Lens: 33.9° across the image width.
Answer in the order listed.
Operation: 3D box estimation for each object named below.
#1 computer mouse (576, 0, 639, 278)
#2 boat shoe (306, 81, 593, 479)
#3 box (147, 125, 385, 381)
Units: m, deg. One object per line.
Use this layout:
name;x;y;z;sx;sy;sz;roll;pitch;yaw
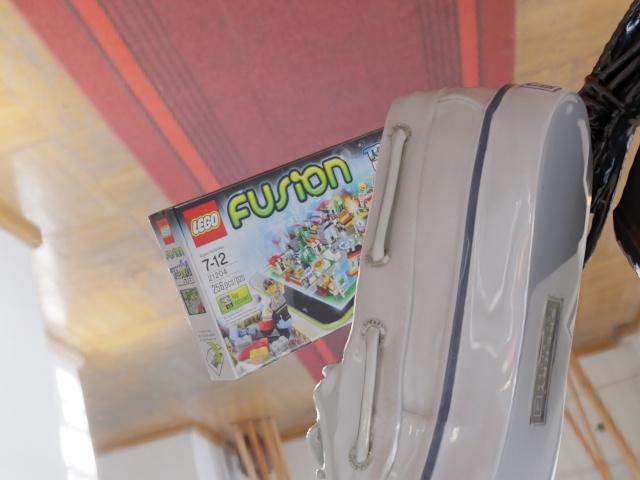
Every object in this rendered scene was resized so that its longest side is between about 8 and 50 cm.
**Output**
computer mouse;0.166;0.000;0.368;0.072;0.272;0.188;21;109;-43
boat shoe;0.040;0.067;0.394;0.084;0.258;0.095;7;167;30
box;0.000;0.000;0.694;0.207;0.114;0.036;-24;-174;-32
